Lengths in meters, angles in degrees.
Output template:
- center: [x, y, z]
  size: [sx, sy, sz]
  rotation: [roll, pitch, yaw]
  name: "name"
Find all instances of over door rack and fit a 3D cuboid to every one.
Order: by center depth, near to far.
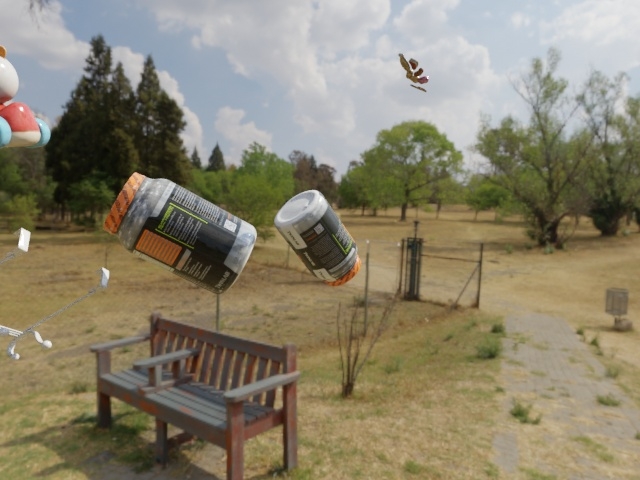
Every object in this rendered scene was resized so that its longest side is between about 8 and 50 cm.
- center: [-0.686, 0.148, 1.072]
  size: [0.108, 0.324, 0.239]
  rotation: [57, 6, 37]
  name: "over door rack"

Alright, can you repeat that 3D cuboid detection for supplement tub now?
- center: [0.000, 0.000, 0.989]
  size: [0.116, 0.190, 0.117]
  rotation: [-27, 28, 16]
  name: "supplement tub"
- center: [-0.330, -0.019, 1.131]
  size: [0.315, 0.194, 0.193]
  rotation: [30, -6, -17]
  name: "supplement tub"

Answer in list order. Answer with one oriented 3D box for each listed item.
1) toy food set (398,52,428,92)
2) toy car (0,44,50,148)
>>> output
- center: [0.255, -0.450, 1.267]
  size: [0.078, 0.019, 0.122]
  rotation: [36, -5, 32]
  name: "toy food set"
- center: [-0.728, -0.313, 1.010]
  size: [0.210, 0.238, 0.219]
  rotation: [-4, 12, -5]
  name: "toy car"
